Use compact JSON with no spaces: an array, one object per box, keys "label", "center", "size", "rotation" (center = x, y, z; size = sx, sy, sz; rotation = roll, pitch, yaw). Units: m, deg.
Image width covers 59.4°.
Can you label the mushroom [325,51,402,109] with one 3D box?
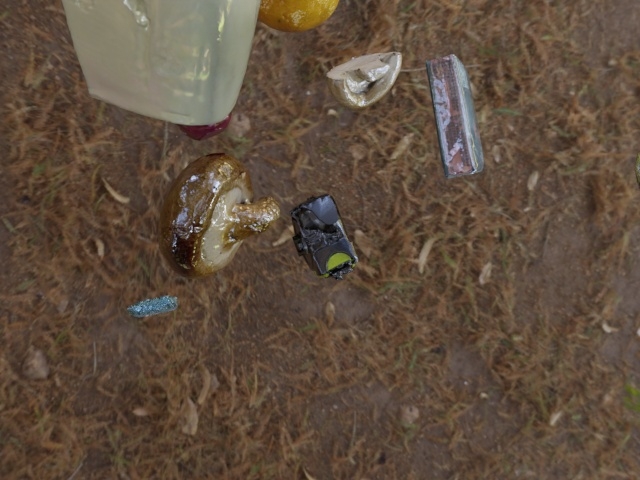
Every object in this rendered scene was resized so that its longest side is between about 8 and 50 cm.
[{"label":"mushroom","center":[0.145,-0.503,1.800],"size":[0.286,0.156,0.151],"rotation":[-27,126,-23]}]

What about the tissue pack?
[{"label":"tissue pack","center":[0.377,-0.335,1.553],"size":[0.103,0.228,0.315],"rotation":[-9,93,24]}]

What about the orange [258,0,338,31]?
[{"label":"orange","center":[-0.090,-0.816,1.713],"size":[0.341,0.293,0.340],"rotation":[1,86,-14]}]

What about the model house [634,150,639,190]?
[{"label":"model house","center":[0.436,-0.033,0.585],"size":[0.195,0.189,0.214],"rotation":[-6,64,-9]}]

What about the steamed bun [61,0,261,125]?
[{"label":"steamed bun","center":[-0.160,-0.236,0.576],"size":[0.200,0.225,0.170],"rotation":[23,52,-3]}]

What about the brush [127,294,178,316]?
[{"label":"brush","center":[-0.249,0.105,0.865],"size":[0.070,0.196,0.021],"rotation":[-12,83,-12]}]

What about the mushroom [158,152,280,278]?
[{"label":"mushroom","center":[-0.293,-0.058,1.474],"size":[0.345,0.239,0.345],"rotation":[-13,108,-47]}]

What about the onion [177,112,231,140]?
[{"label":"onion","center":[-0.359,-0.363,1.611],"size":[0.218,0.195,0.139],"rotation":[-30,95,-45]}]

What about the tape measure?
[{"label":"tape measure","center":[0.000,0.000,1.261],"size":[0.112,0.186,0.199],"rotation":[-18,87,-9]}]
